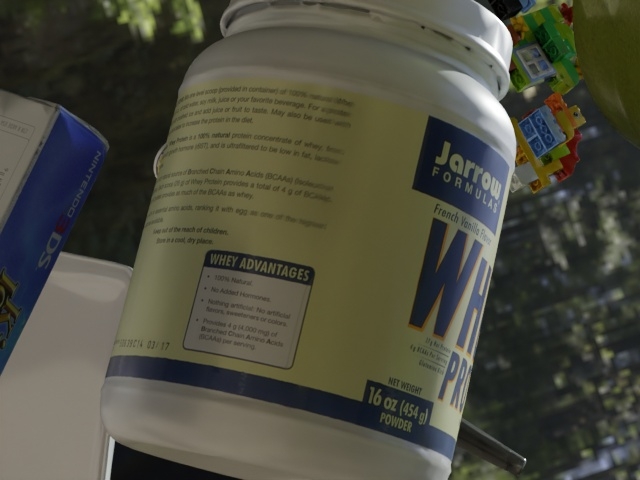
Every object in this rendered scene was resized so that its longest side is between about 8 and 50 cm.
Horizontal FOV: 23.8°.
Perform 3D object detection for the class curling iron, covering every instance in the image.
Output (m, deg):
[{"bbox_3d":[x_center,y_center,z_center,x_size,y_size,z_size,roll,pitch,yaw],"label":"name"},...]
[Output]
[{"bbox_3d":[0.065,0.136,1.376,0.274,0.035,0.068,35,-19,5],"label":"curling iron"}]

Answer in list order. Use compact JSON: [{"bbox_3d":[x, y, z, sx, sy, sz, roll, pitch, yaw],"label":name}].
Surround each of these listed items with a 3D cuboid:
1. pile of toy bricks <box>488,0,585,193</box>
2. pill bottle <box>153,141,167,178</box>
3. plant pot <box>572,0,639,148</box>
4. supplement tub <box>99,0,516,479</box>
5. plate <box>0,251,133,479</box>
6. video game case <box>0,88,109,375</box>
[{"bbox_3d":[0.166,-0.157,1.210,0.212,0.105,0.118,62,-31,8],"label":"pile of toy bricks"},{"bbox_3d":[-0.140,-0.072,1.778,0.116,0.065,0.065,33,-39,43],"label":"pill bottle"},{"bbox_3d":[0.311,-0.084,0.704,0.353,0.367,0.366,41,-34,52],"label":"plant pot"},{"bbox_3d":[0.000,0.000,1.019,0.235,0.236,0.324,136,-32,-76],"label":"supplement tub"},{"bbox_3d":[-0.279,0.137,1.430,0.277,0.045,0.278,12,-85,36],"label":"plate"},{"bbox_3d":[-0.278,0.023,0.864,0.244,0.269,0.061,20,-11,30],"label":"video game case"}]
